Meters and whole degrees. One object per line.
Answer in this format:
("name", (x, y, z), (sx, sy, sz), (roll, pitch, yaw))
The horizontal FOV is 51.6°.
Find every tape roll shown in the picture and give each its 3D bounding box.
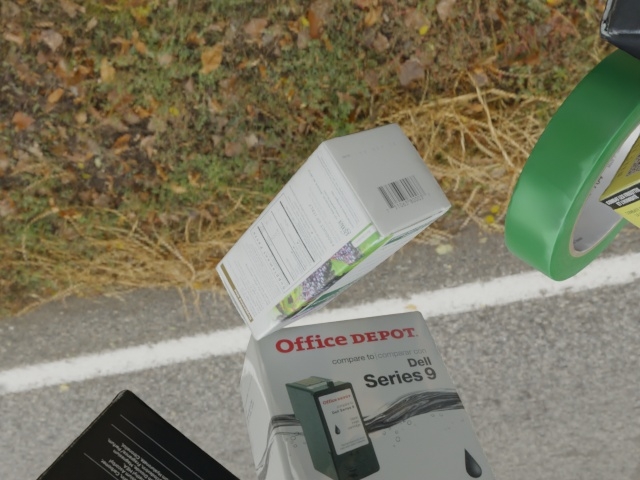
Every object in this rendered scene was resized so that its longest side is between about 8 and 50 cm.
("tape roll", (0.377, -0.097, 0.890), (0.321, 0.077, 0.321), (-33, 144, -28))

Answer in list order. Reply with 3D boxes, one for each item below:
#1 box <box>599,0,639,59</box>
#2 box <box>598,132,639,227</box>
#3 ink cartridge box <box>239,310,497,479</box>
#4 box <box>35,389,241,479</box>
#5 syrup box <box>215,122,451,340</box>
("box", (0.499, -0.301, 0.459), (0.479, 0.297, 0.472), (7, 103, -39))
("box", (0.315, 0.000, 0.449), (0.232, 0.087, 0.058), (36, 170, 0))
("ink cartridge box", (0.046, 0.228, 0.685), (0.211, 0.289, 0.122), (-4, 138, -19))
("box", (-0.078, 0.243, 0.370), (0.261, 0.184, 0.103), (38, 123, 2))
("syrup box", (0.000, 0.000, 0.622), (0.093, 0.096, 0.237), (-21, 165, -39))
